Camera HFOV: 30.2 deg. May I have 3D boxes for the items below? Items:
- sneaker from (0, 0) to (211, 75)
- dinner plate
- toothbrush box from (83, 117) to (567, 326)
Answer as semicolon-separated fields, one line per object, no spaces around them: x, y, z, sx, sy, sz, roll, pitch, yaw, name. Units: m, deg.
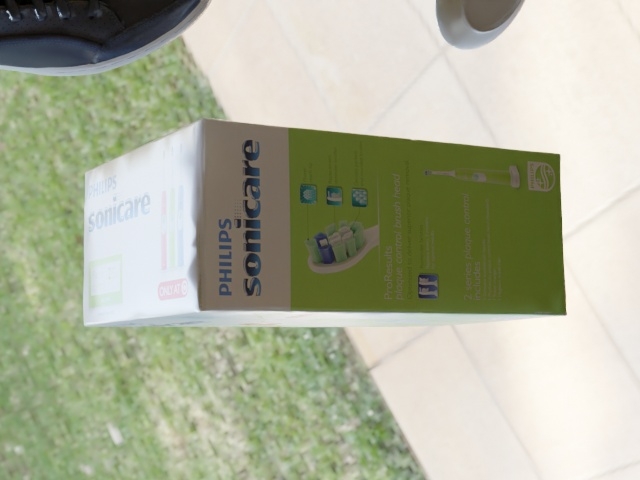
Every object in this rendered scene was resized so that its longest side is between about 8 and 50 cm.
-0.160;-0.125;0.561;0.163;0.226;0.086;-175;75;-85;sneaker
0.171;-0.255;1.184;0.017;0.141;0.141;35;138;39;dinner plate
0.000;0.000;0.839;0.206;0.283;0.122;-11;77;58;toothbrush box
